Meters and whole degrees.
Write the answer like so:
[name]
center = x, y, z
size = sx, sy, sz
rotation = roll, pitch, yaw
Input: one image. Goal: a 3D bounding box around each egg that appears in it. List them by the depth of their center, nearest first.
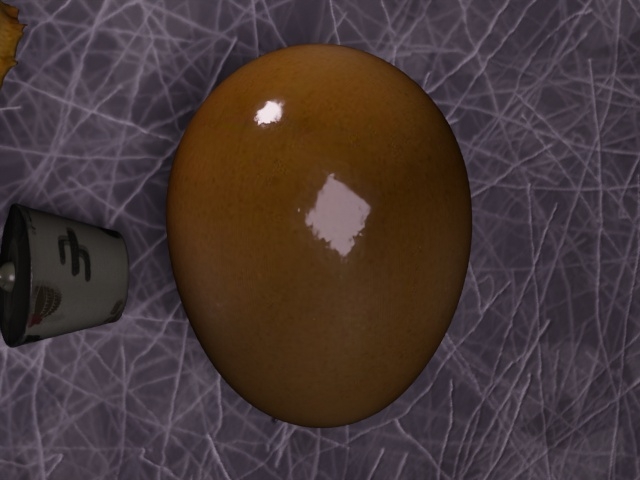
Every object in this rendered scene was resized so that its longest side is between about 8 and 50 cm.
[egg]
center = 0.000, 0.000, 0.994
size = 0.250, 0.250, 0.323
rotation = -8, 107, -13

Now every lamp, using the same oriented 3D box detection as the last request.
[lamp]
center = -0.271, 0.028, 0.992
size = 0.214, 0.121, 0.121
rotation = 4, 99, -28

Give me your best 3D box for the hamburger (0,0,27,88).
[hamburger]
center = -0.410, -0.101, 0.795
size = 0.277, 0.395, 0.396
rotation = 35, 90, -30
